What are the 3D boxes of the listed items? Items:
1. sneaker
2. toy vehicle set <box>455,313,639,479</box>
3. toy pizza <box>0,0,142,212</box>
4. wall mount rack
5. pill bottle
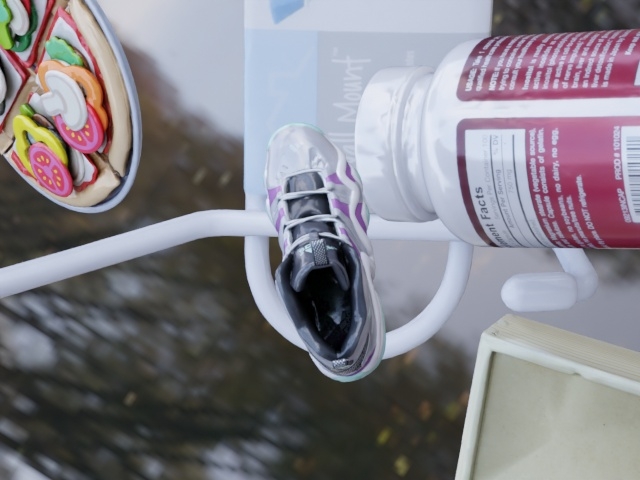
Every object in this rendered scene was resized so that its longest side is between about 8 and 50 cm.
[{"bbox_3d":[0.000,0.000,0.651,0.038,0.098,0.069,-18,-9,5],"label":"sneaker"},{"bbox_3d":[0.143,0.185,0.937,0.035,0.166,0.267,-28,-49,-57],"label":"toy vehicle set"},{"bbox_3d":[-0.193,-0.107,1.221,0.032,0.201,0.201,-31,0,-36],"label":"toy pizza"},{"bbox_3d":[-0.027,-0.084,0.805,0.130,0.304,0.350,-94,5,-69],"label":"wall mount rack"},{"bbox_3d":[0.095,-0.039,0.721,0.152,0.086,0.086,1,49,29],"label":"pill bottle"}]
